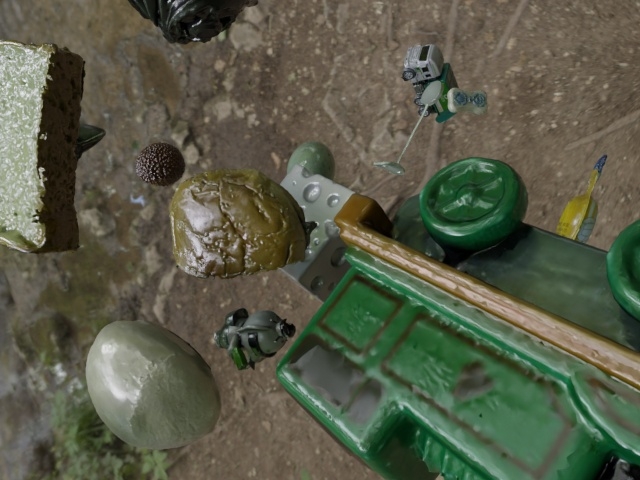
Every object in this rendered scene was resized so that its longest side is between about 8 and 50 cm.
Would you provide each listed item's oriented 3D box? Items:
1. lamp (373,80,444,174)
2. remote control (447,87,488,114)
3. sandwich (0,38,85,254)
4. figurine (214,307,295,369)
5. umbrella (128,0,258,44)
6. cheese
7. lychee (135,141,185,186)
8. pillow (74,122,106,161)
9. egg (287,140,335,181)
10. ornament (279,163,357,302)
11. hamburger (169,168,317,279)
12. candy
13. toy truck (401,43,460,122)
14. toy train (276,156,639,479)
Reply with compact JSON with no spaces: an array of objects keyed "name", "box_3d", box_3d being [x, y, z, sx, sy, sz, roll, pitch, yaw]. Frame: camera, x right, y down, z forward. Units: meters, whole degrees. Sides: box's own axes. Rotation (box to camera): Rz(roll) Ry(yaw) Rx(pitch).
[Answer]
[{"name":"lamp","box_3d":[0.166,-0.214,0.951,0.050,0.056,0.198,19,83,62]},{"name":"remote control","box_3d":[0.431,-0.407,1.503,0.032,0.122,0.074,142,127,-74]},{"name":"sandwich","box_3d":[-0.401,-0.122,0.659,0.226,0.087,0.251,10,98,17]},{"name":"figurine","box_3d":[-0.139,0.204,1.108,0.192,0.147,0.126,-14,85,30]},{"name":"umbrella","box_3d":[-0.130,-0.334,0.418,0.118,0.118,0.340,-9,93,37]},{"name":"cheese","box_3d":[0.644,-0.079,1.265,0.069,0.177,0.270,20,97,18]},{"name":"lychee","box_3d":[-0.436,-0.203,1.390,0.123,0.129,0.123,36,152,23]},{"name":"pillow","box_3d":[-0.398,-0.158,0.780,0.136,0.055,0.091,26,75,32]},{"name":"egg","box_3d":[-0.032,-0.248,1.797,0.169,0.236,0.169,7,138,7]},{"name":"ornament","box_3d":[0.000,0.000,1.264,0.240,0.240,0.239,32,82,40]},{"name":"hamburger","box_3d":[-0.167,-0.044,1.027,0.309,0.132,0.211,-1,113,11]},{"name":"candy","box_3d":[-0.318,0.284,0.970,0.295,0.185,0.295,20,140,17]},{"name":"toy truck","box_3d":[0.342,-0.474,1.566,0.124,0.114,0.253,-1,147,31]},{"name":"toy train","box_3d":[0.140,0.096,0.374,0.429,0.249,0.178,29,164,45]}]
